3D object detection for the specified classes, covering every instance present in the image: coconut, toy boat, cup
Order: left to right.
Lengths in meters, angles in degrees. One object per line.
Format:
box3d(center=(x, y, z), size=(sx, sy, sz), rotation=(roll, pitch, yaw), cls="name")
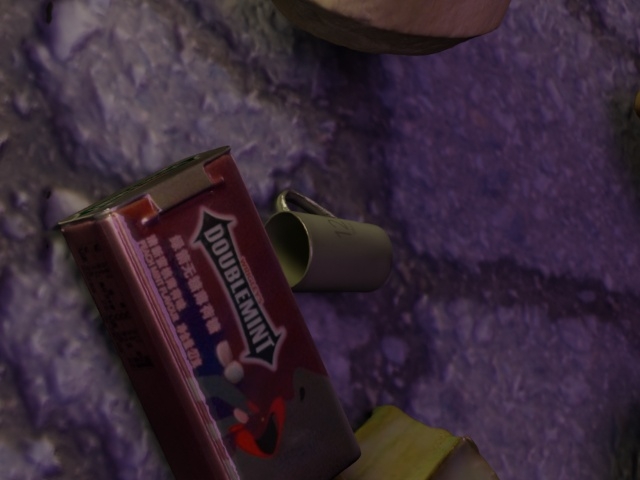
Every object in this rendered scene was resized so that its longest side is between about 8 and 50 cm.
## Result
box3d(center=(-0.001, 0.005, 1.044), size=(0.083, 0.075, 0.054), rotation=(5, 114, -43), cls="cup")
box3d(center=(0.056, -0.240, 1.013), size=(0.202, 0.222, 0.202), rotation=(15, 31, -9), cls="coconut")
box3d(center=(0.111, 0.239, 1.060), size=(0.111, 0.084, 0.276), rotation=(-44, 108, -39), cls="toy boat")

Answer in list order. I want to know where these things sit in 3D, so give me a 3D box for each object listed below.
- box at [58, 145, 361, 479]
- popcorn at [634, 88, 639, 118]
box3d(center=(-0.066, 0.065, 0.956), size=(0.120, 0.069, 0.224), rotation=(-33, 103, -40), cls="box")
box3d(center=(0.393, -0.087, 1.309), size=(0.253, 0.191, 0.190), rotation=(39, 25, -30), cls="popcorn")
